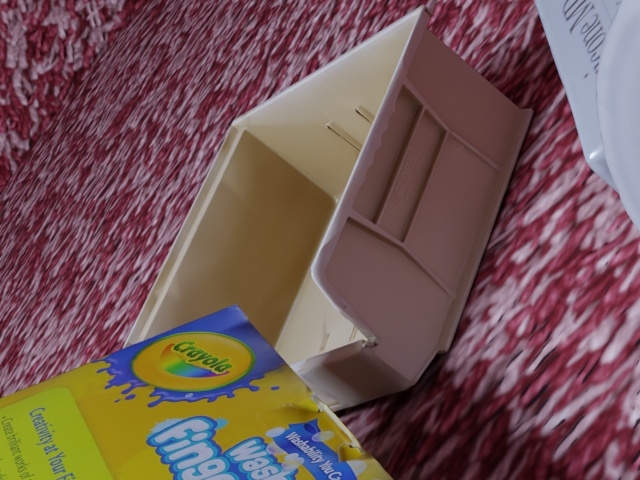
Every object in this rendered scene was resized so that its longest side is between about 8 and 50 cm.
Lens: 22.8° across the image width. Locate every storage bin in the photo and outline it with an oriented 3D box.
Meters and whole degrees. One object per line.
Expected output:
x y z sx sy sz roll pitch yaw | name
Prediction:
0.000 0.000 1.194 0.262 0.123 0.260 -24 35 51 | storage bin

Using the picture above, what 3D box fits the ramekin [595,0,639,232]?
0.248 -0.039 0.571 0.127 0.273 0.273 -48 18 -24 | ramekin

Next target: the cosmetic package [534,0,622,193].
0.324 -0.190 0.752 0.453 0.161 0.230 -45 20 21 | cosmetic package

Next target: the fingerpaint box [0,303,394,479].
-0.130 0.228 0.827 0.371 0.163 0.445 -22 20 -12 | fingerpaint box
